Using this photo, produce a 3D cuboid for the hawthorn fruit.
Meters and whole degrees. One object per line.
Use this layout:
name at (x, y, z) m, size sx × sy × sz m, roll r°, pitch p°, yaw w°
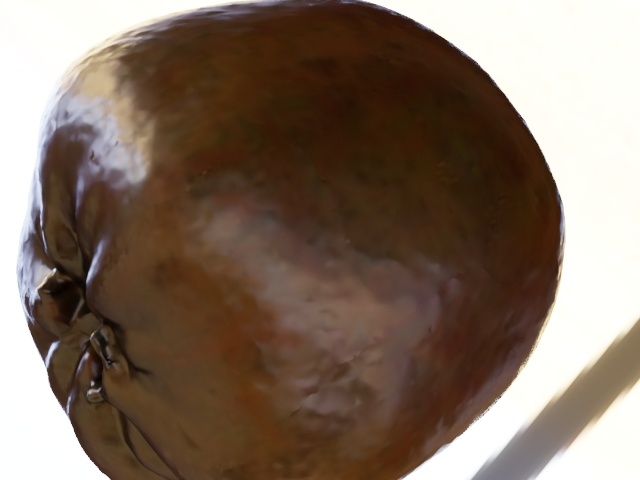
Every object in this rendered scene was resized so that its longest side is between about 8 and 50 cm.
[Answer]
hawthorn fruit at (0.000, 0.000, 1.019) m, size 0.268 × 0.301 × 0.268 m, roll 42°, pitch 147°, yaw 37°
